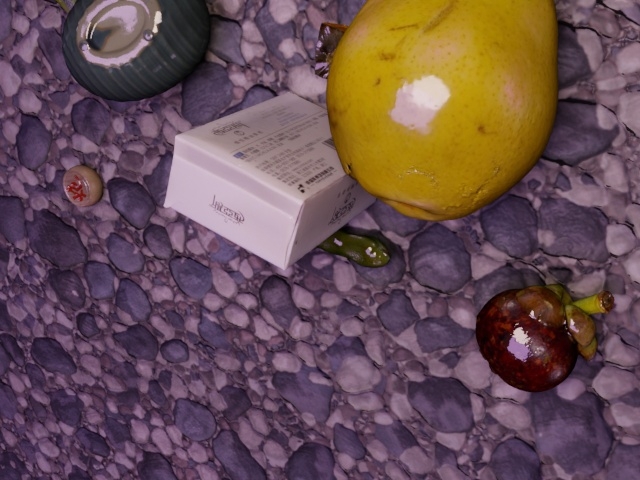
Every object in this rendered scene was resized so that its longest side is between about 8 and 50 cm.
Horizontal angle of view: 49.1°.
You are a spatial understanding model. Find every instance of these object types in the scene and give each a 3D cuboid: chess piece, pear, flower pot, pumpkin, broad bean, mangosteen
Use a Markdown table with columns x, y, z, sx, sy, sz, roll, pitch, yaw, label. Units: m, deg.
| x | y | z | sx | sy | sz | roll | pitch | yaw | label |
| --- | --- | --- | --- | --- | --- | --- | --- | --- | --- |
| -0.469 | -0.107 | 1.381 | 0.083 | 0.038 | 0.084 | 13 | 118 | 26 | chess piece |
| 0.157 | -0.192 | 0.861 | 0.285 | 0.336 | 0.285 | 37 | 169 | 9 | pear |
| -0.289 | -0.321 | 1.095 | 0.243 | 0.157 | 0.189 | -29 | 92 | 10 | flower pot |
| 0.029 | -0.266 | 1.011 | 0.074 | 0.054 | 0.083 | 25 | 125 | 25 | pumpkin |
| 0.001 | -0.001 | 1.140 | 0.256 | 0.053 | 0.052 | 11 | 153 | 27 | broad bean |
| 0.302 | 0.116 | 0.969 | 0.181 | 0.156 | 0.146 | -54 | 50 | 6 | mangosteen |

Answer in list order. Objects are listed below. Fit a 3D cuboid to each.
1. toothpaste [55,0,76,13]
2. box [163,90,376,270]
| x | y | z | sx | sy | sz | roll | pitch | yaw | label |
| --- | --- | --- | --- | --- | --- | --- | --- | --- | --- |
| -0.394 | -0.386 | 1.217 | 0.248 | 0.047 | 0.078 | 44 | 129 | 10 | toothpaste |
| -0.050 | -0.096 | 0.991 | 0.203 | 0.274 | 0.116 | 28 | 124 | 18 | box |
